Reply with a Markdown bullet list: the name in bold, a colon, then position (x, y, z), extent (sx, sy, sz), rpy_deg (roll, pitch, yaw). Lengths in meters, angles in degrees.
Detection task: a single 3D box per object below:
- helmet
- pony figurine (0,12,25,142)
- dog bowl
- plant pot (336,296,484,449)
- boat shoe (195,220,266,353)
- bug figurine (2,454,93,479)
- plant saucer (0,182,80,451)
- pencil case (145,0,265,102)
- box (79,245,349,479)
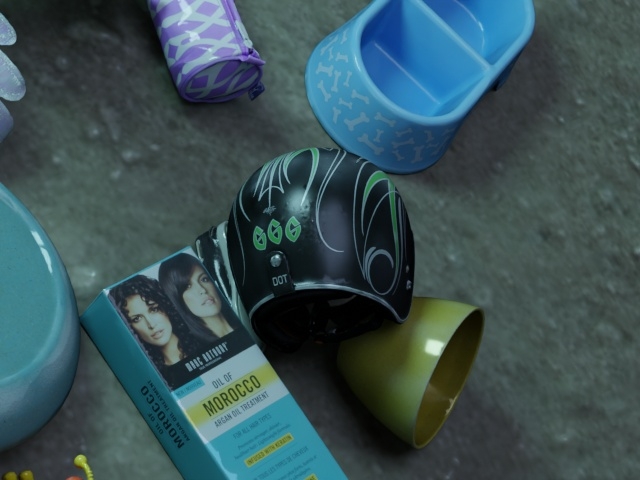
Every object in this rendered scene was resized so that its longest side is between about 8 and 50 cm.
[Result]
- **helmet**: position (0.000, 0.000, 1.464), extent (0.169, 0.169, 0.161), rpy_deg (12, 58, -24)
- **pony figurine**: position (-0.282, -0.301, 1.398), extent (0.351, 0.363, 0.303), rpy_deg (47, 49, -10)
- **dog bowl**: position (0.109, -0.193, 1.719), extent (0.166, 0.074, 0.297), rpy_deg (43, 51, -2)
- **plant pot**: position (0.071, 0.102, 1.508), extent (0.095, 0.134, 0.134), rpy_deg (24, 49, 19)
- **boat shoe**: position (-0.080, 0.046, 1.498), extent (0.046, 0.038, 0.125), rpy_deg (15, 55, -60)
- **bug figurine**: position (-0.216, 0.296, 1.256), extent (0.216, 0.072, 0.279), rpy_deg (-11, 70, -34)
- **plant saucer**: position (-0.316, 0.022, 1.318), extent (0.317, 0.044, 0.317), rpy_deg (25, 38, -22)
- **pencil case**: position (-0.117, -0.226, 1.598), extent (0.086, 0.088, 0.206), rpy_deg (-3, 63, -44)
- **box**: position (-0.087, 0.132, 1.429), extent (0.100, 0.060, 0.244), rpy_deg (-29, 80, -38)
